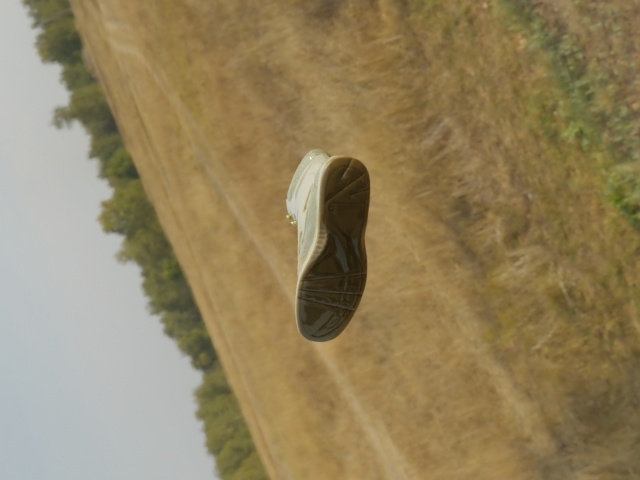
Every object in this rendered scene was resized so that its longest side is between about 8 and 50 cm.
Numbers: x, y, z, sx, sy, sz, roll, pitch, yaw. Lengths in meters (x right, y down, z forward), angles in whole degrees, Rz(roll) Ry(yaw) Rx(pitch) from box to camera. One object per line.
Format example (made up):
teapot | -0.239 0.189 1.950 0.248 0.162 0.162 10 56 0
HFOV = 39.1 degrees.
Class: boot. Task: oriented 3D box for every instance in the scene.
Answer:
boot | 0.000 0.000 1.068 0.165 0.077 0.213 -143 60 -73
